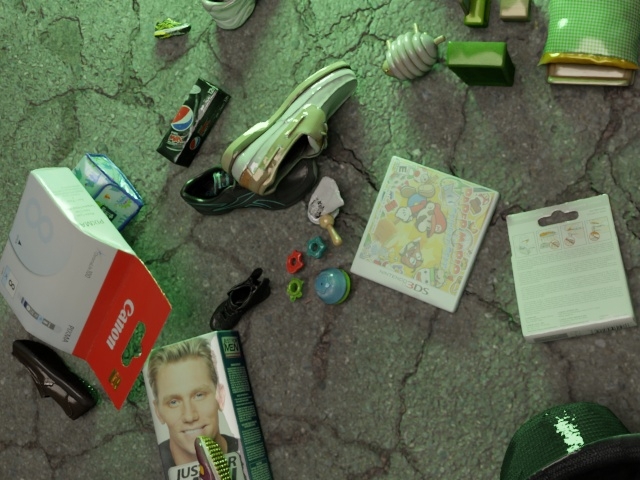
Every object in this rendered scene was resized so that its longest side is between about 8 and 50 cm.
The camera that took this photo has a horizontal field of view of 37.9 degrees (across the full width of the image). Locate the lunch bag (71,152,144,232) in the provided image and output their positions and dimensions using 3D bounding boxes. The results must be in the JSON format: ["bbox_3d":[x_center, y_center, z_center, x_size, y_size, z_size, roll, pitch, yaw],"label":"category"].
[{"bbox_3d":[-0.441,-0.079,1.861,0.151,0.096,0.129,46,103,7],"label":"lunch bag"}]

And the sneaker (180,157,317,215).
[{"bbox_3d":[-0.136,-0.102,1.744,0.267,0.106,0.101,-15,78,17],"label":"sneaker"}]

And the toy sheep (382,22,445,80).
[{"bbox_3d":[0.165,-0.334,1.666,0.132,0.091,0.091,-30,76,34],"label":"toy sheep"}]

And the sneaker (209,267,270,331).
[{"bbox_3d":[-0.156,0.113,1.740,0.170,0.089,0.051,-38,74,13],"label":"sneaker"}]

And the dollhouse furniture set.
[{"bbox_3d":[0.380,-0.366,1.555,0.301,0.151,0.198,5,87,20],"label":"dollhouse furniture set"}]

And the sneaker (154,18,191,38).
[{"bbox_3d":[-0.298,-0.429,1.868,0.083,0.031,0.035,-7,83,19],"label":"sneaker"}]

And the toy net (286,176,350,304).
[{"bbox_3d":[0.000,0.000,1.723,0.122,0.045,0.232,0,82,38],"label":"toy net"}]

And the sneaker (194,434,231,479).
[{"bbox_3d":[-0.195,0.435,1.625,0.083,0.069,0.186,-27,76,9],"label":"sneaker"}]

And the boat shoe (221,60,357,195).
[{"bbox_3d":[-0.034,-0.196,1.685,0.302,0.113,0.103,-43,70,-10],"label":"boat shoe"}]

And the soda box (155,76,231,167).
[{"bbox_3d":[-0.248,-0.228,1.818,0.053,0.060,0.169,34,97,20],"label":"soda box"}]

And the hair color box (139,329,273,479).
[{"bbox_3d":[-0.208,0.355,1.731,0.173,0.105,0.347,-18,79,17],"label":"hair color box"}]

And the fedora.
[{"bbox_3d":[0.389,0.368,1.470,0.334,0.334,0.153,-31,41,15],"label":"fedora"}]

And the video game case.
[{"bbox_3d":[0.184,-0.013,1.663,0.206,0.026,0.227,21,93,20],"label":"video game case"}]

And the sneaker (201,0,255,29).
[{"bbox_3d":[-0.140,-0.512,1.773,0.090,0.115,0.232,38,98,19],"label":"sneaker"}]

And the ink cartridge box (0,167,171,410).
[{"bbox_3d":[-0.464,0.099,1.770,0.385,0.091,0.308,49,127,24],"label":"ink cartridge box"}]

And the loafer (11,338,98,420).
[{"bbox_3d":[-0.548,0.281,1.871,0.220,0.080,0.078,37,98,19],"label":"loafer"}]

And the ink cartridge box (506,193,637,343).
[{"bbox_3d":[0.418,0.050,1.572,0.181,0.056,0.225,-13,63,19],"label":"ink cartridge box"}]
